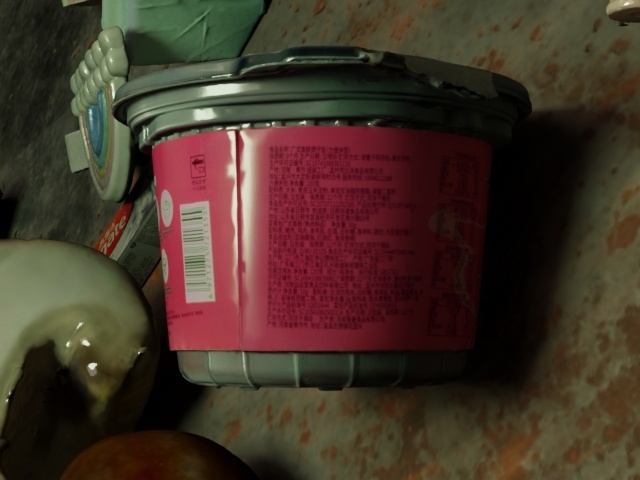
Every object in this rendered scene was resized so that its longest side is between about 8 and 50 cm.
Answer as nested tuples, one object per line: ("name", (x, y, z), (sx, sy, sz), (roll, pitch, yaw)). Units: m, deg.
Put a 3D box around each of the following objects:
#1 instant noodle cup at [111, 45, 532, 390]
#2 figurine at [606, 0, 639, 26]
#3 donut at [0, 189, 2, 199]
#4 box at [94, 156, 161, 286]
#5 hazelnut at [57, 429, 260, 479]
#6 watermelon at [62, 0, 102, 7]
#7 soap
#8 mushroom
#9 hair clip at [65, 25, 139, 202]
("instant noodle cup", (0.000, 0.000, 0.812), (0.258, 0.302, 0.182), (0, 86, 11))
("figurine", (0.200, -0.263, 0.744), (0.200, 0.133, 0.276), (2, 80, 45))
("donut", (-0.432, -0.009, 1.521), (0.186, 0.144, 0.126), (2, 80, 23))
("box", (-0.149, -0.029, 1.189), (0.218, 0.039, 0.055), (-54, 39, 23))
("hazelnut", (-0.119, 0.236, 0.907), (0.178, 0.178, 0.204), (40, 118, 54))
("watermelon", (-0.241, -0.278, 1.426), (0.072, 0.084, 0.092), (56, 160, 26))
("soap", (-0.108, -0.276, 1.139), (0.091, 0.145, 0.231), (-127, 35, -47))
("mushroom", (-0.301, 0.216, 1.101), (0.314, 0.224, 0.397), (-56, -12, -44))
("hair clip", (-0.191, -0.102, 1.203), (0.220, 0.054, 0.140), (161, 103, -70))
